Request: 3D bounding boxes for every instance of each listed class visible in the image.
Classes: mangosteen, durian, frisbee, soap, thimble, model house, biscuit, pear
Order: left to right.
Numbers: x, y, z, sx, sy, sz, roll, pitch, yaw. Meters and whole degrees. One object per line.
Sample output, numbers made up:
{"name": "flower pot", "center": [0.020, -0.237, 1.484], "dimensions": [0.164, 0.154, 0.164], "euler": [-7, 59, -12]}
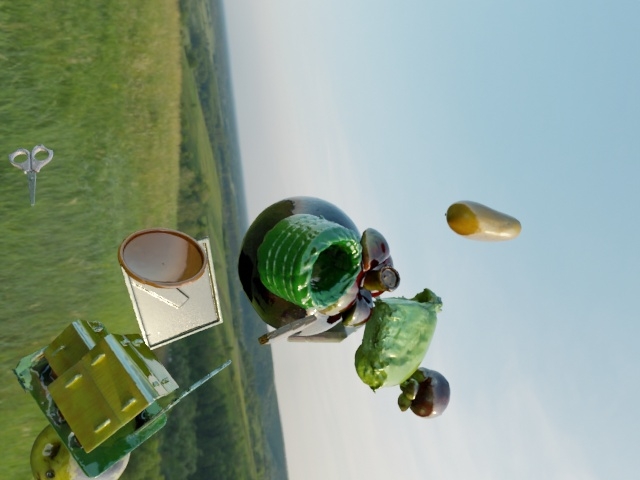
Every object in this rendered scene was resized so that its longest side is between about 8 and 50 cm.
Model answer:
{"name": "pear", "center": [-0.728, 0.651, 1.489], "dimensions": [0.283, 0.283, 0.284], "euler": [173, -90, -82]}
{"name": "model house", "center": [-0.395, 0.251, 1.022], "dimensions": [0.300, 0.340, 0.323], "euler": [53, -42, 6]}
{"name": "frisbee", "center": [-0.349, 0.043, 1.083], "dimensions": [0.192, 0.191, 0.035], "euler": [-106, -148, -48]}
{"name": "biscuit", "center": [-0.070, 0.171, 0.898], "dimensions": [0.019, 0.119, 0.130], "euler": [65, 20, 10]}
{"name": "thimble", "center": [-0.011, 0.026, 0.633], "dimensions": [0.090, 0.130, 0.118], "euler": [18, -45, 38]}
{"name": "soap", "center": [-0.006, 0.210, 1.671], "dimensions": [0.302, 0.158, 0.258], "euler": [-12, -85, 41]}
{"name": "mangosteen", "center": [0.001, 0.062, 1.277], "dimensions": [0.382, 0.434, 0.383], "euler": [-5, 90, -72]}
{"name": "durian", "center": [0.213, 0.278, 1.430], "dimensions": [0.204, 0.255, 0.340], "euler": [13, -102, 41]}
{"name": "mangosteen", "center": [0.311, 0.462, 1.493], "dimensions": [0.145, 0.181, 0.156], "euler": [-22, -144, 58]}

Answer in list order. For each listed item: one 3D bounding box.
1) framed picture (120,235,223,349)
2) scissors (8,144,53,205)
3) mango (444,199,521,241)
{"name": "framed picture", "center": [-0.404, 0.153, 1.362], "dimensions": [0.020, 0.240, 0.325], "euler": [45, -34, 45]}
{"name": "scissors", "center": [-0.703, -0.159, 1.185], "dimensions": [0.015, 0.100, 0.189], "euler": [108, -34, -56]}
{"name": "mango", "center": [0.390, -0.043, 1.183], "dimensions": [0.115, 0.177, 0.090], "euler": [139, -36, -80]}
